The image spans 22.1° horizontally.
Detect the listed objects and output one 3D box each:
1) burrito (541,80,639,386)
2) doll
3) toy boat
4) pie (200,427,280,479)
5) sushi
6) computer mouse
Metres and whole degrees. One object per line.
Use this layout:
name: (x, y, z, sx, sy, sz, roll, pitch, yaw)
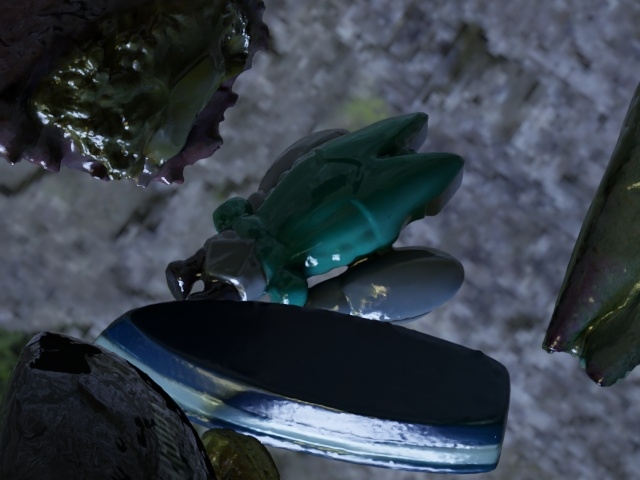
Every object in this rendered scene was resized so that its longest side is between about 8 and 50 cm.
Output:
burrito: (0.220, -0.057, 0.947, 0.066, 0.096, 0.309, 130, -15, -84)
doll: (-0.005, -0.018, 1.389, 0.153, 0.258, 0.195, 95, -11, -66)
toy boat: (-0.013, 0.093, 1.145, 0.062, 0.299, 0.096, 103, -3, -54)
pie: (-0.060, 0.165, 1.106, 0.020, 0.084, 0.084, -2, 136, -47)
sushi: (-0.128, -0.120, 0.990, 0.241, 0.107, 0.161, 11, 106, -55)
computer mouse: (-0.089, 0.174, 0.735, 0.170, 0.100, 0.269, -75, 166, -73)
